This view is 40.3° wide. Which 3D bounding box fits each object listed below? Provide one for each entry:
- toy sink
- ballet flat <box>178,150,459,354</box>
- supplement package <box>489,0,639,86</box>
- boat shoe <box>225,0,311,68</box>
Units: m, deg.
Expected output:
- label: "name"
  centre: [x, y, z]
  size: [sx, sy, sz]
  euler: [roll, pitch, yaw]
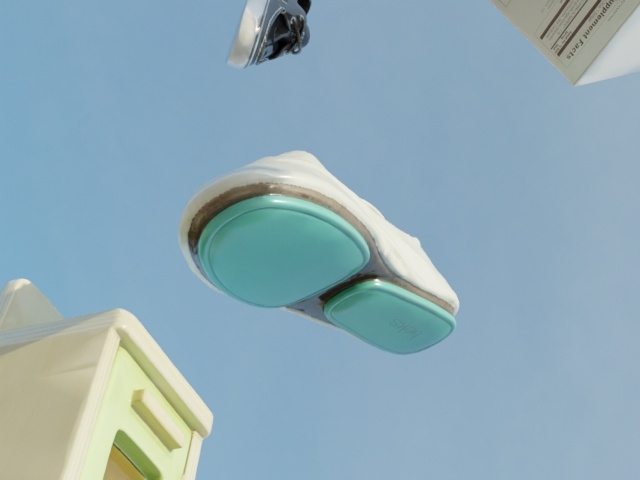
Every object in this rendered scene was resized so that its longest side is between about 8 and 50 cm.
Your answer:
- label: "toy sink"
  centre: [-0.175, 0.146, 0.652]
  size: [0.131, 0.234, 0.153]
  euler: [-12, -49, 17]
- label: "ballet flat"
  centre: [0.000, 0.000, 0.761]
  size: [0.139, 0.400, 0.139]
  euler: [-11, -113, 28]
- label: "supplement package"
  centre: [0.277, -0.326, 0.888]
  size: [0.263, 0.199, 0.198]
  euler: [52, -45, 21]
- label: "boat shoe"
  centre: [-0.047, -0.232, 0.940]
  size: [0.076, 0.228, 0.080]
  euler: [21, -65, -6]
